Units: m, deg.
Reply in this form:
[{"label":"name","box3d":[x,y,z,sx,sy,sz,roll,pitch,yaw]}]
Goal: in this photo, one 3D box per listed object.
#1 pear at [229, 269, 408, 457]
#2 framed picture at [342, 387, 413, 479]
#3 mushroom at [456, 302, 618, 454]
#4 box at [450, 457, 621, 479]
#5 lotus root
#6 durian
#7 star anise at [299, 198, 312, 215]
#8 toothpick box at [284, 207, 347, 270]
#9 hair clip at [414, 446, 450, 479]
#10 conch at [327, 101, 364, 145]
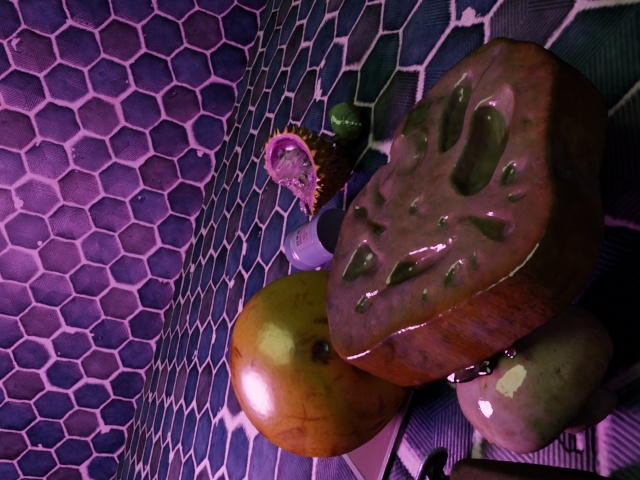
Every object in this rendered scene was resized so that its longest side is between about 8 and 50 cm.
[{"label":"pear","box3d":[0.000,0.175,0.811,0.281,0.281,0.280,-45,36,48]},{"label":"framed picture","box3d":[0.087,0.293,0.891,0.142,0.011,0.183,29,103,66]},{"label":"mushroom","box3d":[0.214,0.137,0.551,0.127,0.166,0.166,46,130,12]},{"label":"box","box3d":[0.199,0.320,0.411,0.143,0.184,0.273,153,130,-65]},{"label":"lotus root","box3d":[0.144,-0.026,0.595,0.390,0.111,0.375,-60,21,5]},{"label":"durian","box3d":[-0.018,-0.176,1.223,0.260,0.186,0.153,30,116,40]},{"label":"star anise","box3d":[-0.011,-0.115,1.304,0.129,0.056,0.124,-150,82,-76]},{"label":"toothpick box","box3d":[0.000,0.000,1.158,0.153,0.101,0.101,-27,51,58]},{"label":"hair clip","box3d":[0.100,0.365,0.764,0.275,0.048,0.083,-52,56,45]},{"label":"conch","box3d":[0.049,-0.261,1.247,0.201,0.080,0.094,-173,91,-80]}]
